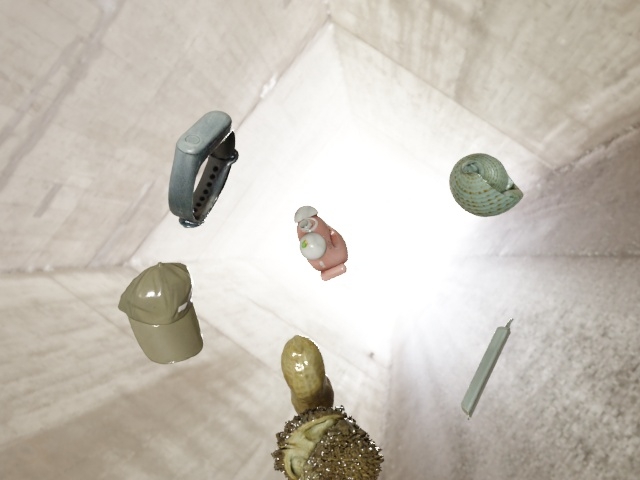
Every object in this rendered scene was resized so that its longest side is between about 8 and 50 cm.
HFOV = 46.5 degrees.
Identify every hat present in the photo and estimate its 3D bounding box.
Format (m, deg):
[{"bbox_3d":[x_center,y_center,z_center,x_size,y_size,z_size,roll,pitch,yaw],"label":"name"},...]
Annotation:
[{"bbox_3d":[-0.308,0.148,1.540,0.166,0.173,0.144,-19,-40,-33],"label":"hat"}]

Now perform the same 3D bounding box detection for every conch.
[{"bbox_3d":[0.366,-0.122,1.729,0.200,0.172,0.131,-5,-35,-47],"label":"conch"}]

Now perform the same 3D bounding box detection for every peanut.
[{"bbox_3d":[-0.026,0.293,1.558,0.098,0.103,0.230,-35,-44,-24],"label":"peanut"}]

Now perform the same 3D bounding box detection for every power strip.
[{"bbox_3d":[0.374,0.282,1.670,0.253,0.027,0.060,-61,-26,-15],"label":"power strip"}]

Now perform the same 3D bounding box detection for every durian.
[{"bbox_3d":[0.018,0.378,1.304,0.167,0.196,0.196,-49,-6,5],"label":"durian"}]

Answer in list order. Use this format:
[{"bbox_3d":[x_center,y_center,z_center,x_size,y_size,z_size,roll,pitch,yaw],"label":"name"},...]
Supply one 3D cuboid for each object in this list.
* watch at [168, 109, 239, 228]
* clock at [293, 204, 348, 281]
[{"bbox_3d":[-0.220,-0.137,1.409,0.206,0.068,0.193,-61,-13,-46],"label":"watch"},{"bbox_3d":[0.000,0.000,1.870,0.092,0.162,0.166,-26,46,15],"label":"clock"}]
